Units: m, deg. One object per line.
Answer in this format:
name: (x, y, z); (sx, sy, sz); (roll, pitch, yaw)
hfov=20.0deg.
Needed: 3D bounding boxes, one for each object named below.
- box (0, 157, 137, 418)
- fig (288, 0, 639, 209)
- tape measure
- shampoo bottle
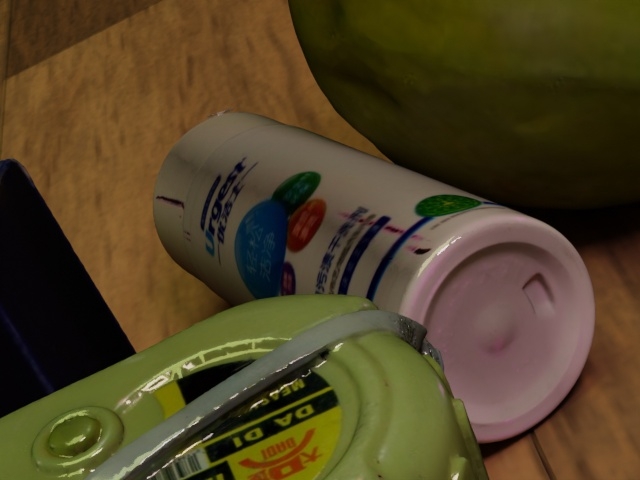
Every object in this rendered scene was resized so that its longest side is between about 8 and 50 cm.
box: (-0.201, 0.076, 0.781); (0.259, 0.168, 0.071); (-17, 26, 26)
fig: (0.122, -0.132, 0.775); (0.314, 0.233, 0.233); (-5, 34, 50)
tape measure: (-0.023, 0.088, 0.585); (0.177, 0.087, 0.154); (-29, 33, -9)
shampoo bottle: (0.000, 0.000, 0.807); (0.092, 0.092, 0.303); (-35, 27, -15)
